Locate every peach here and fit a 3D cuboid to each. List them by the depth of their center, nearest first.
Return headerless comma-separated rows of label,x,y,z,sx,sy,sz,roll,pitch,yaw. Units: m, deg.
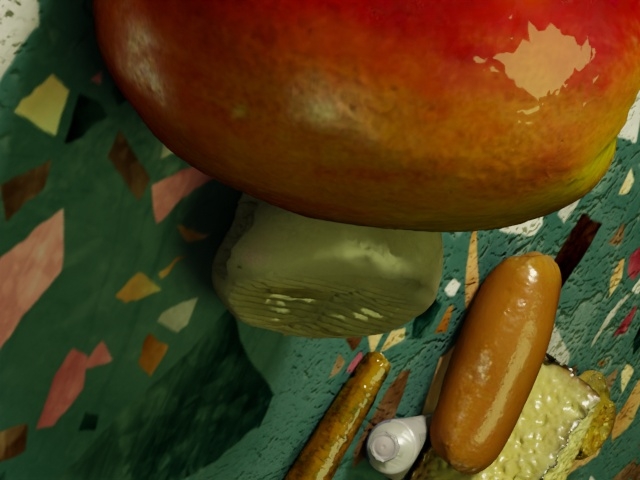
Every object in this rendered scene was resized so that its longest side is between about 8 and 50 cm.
peach,0.027,-0.126,1.255,0.306,0.380,0.242,-51,158,-68

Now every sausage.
sausage,0.178,0.121,1.844,0.098,0.098,0.238,23,89,-58

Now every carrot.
carrot,0.016,0.181,1.727,0.170,0.042,0.042,-59,148,-6

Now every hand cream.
hand cream,0.081,0.209,1.841,0.084,0.053,0.142,-61,164,3

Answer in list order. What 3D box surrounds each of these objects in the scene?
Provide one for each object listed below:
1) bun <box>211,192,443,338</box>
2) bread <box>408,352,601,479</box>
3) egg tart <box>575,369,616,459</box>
bun,0.000,0.000,1.465,0.193,0.178,0.128,12,65,-34
bread,0.191,0.244,1.938,0.260,0.129,0.134,-53,158,-13
egg tart,0.311,0.218,2.155,0.130,0.052,0.130,-38,143,-36
